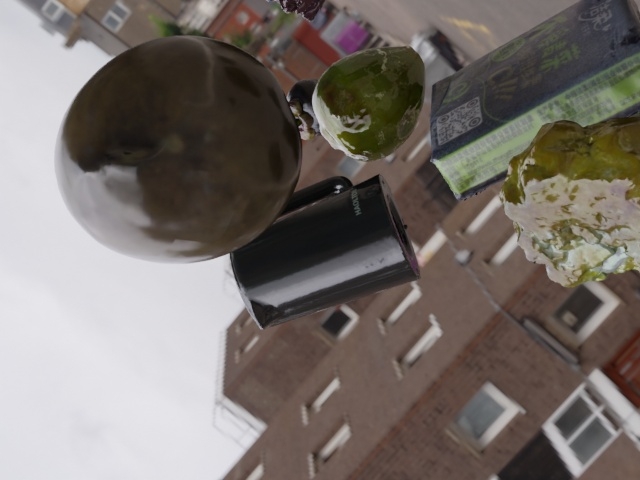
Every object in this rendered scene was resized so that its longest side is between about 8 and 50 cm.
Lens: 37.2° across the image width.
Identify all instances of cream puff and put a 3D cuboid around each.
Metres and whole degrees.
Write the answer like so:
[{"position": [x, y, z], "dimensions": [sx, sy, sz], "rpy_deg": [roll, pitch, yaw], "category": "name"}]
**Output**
[{"position": [0.377, -0.063, 1.254], "dimensions": [0.282, 0.282, 0.185], "rpy_deg": [37, -128, -16], "category": "cream puff"}]

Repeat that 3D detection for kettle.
[{"position": [-0.003, -0.001, 1.742], "dimensions": [0.203, 0.308, 0.262], "rpy_deg": [36, -145, -71], "category": "kettle"}]

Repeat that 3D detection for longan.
[{"position": [-0.185, -0.116, 1.254], "dimensions": [0.319, 0.319, 0.319], "rpy_deg": [39, -170, -8], "category": "longan"}]

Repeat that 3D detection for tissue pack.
[{"position": [0.378, -0.261, 1.629], "dimensions": [0.124, 0.394, 0.288], "rpy_deg": [49, -153, -26], "category": "tissue pack"}]

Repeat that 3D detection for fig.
[{"position": [0.097, -0.264, 1.806], "dimensions": [0.207, 0.230, 0.207], "rpy_deg": [36, -147, -28], "category": "fig"}]

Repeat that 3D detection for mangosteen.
[{"position": [-0.027, -0.297, 2.188], "dimensions": [0.137, 0.151, 0.137], "rpy_deg": [32, 148, 22], "category": "mangosteen"}]

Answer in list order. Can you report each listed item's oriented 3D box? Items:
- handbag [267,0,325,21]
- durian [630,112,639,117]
[{"position": [-0.051, -0.507, 1.633], "dimensions": [0.203, 0.216, 0.074], "rpy_deg": [23, -151, -26], "category": "handbag"}, {"position": [0.575, -0.192, 1.726], "dimensions": [0.172, 0.306, 0.166], "rpy_deg": [13, -139, -46], "category": "durian"}]
